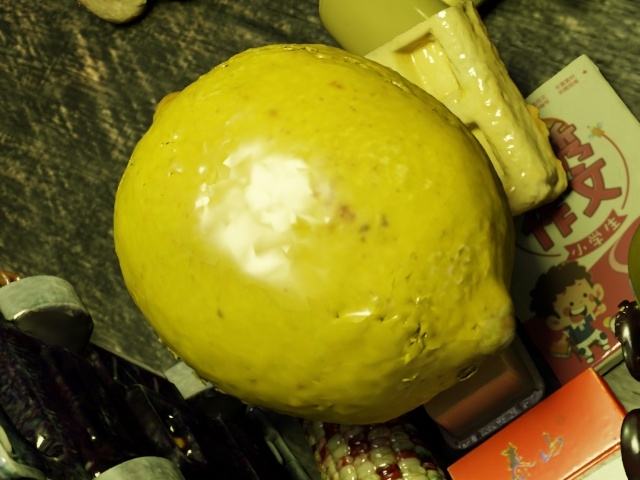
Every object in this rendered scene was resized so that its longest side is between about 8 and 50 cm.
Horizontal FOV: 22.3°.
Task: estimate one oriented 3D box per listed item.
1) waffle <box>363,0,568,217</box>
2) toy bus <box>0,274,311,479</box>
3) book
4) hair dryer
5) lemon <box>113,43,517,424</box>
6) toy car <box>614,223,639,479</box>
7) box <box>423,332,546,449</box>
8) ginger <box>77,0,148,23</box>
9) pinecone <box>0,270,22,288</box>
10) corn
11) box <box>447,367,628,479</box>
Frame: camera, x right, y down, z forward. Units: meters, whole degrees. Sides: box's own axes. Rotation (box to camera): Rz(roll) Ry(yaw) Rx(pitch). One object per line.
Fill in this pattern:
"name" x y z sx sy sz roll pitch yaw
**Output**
"waffle" 0.043 -0.056 1.283 0.274 0.057 0.168 -27 87 26
"toy bus" -0.179 0.196 1.119 0.249 0.440 0.209 -43 55 9
"book" 0.199 -0.017 1.252 0.162 0.022 0.232 -37 56 11
"hair dryer" 0.136 -0.239 1.360 0.278 0.090 0.135 -40 52 1
"lemon" 0.000 0.000 1.136 0.310 0.258 0.258 30 85 18
"toy car" 0.276 0.060 1.039 0.204 0.198 0.248 -9 56 22
"box" 0.104 0.086 1.235 0.089 0.062 0.122 -35 55 12
"ginger" -0.145 -0.269 1.530 0.204 0.080 0.104 -27 25 16
"pinecone" -0.309 0.105 1.388 0.207 0.208 0.208 -12 63 25
"corn" 0.037 0.161 1.226 0.086 0.086 0.253 -37 55 11
"box" 0.201 0.222 1.135 0.139 0.035 0.245 -36 56 11
